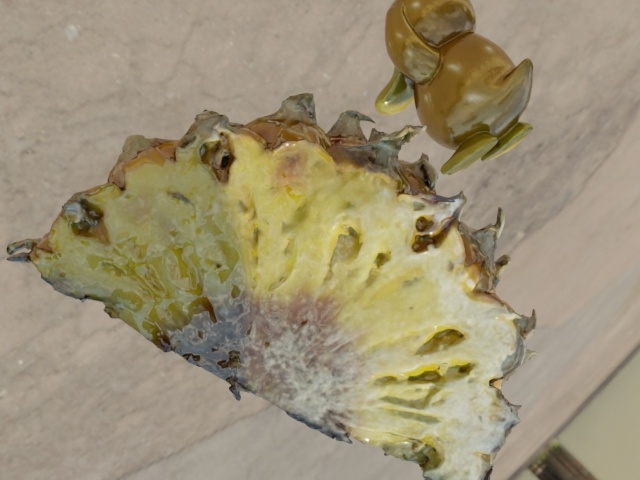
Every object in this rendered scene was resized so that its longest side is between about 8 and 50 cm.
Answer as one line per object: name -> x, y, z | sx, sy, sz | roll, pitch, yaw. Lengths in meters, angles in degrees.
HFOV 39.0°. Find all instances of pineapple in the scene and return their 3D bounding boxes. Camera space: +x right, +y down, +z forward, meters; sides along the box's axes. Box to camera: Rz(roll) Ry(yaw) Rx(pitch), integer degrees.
pineapple -> 0.000, 0.000, 0.387 | 0.135, 0.233, 0.079 | -63, -174, 15

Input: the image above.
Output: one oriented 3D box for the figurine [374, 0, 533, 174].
figurine -> 0.175, -0.217, 1.189 | 0.215, 0.228, 0.215 | -39, 153, -24
